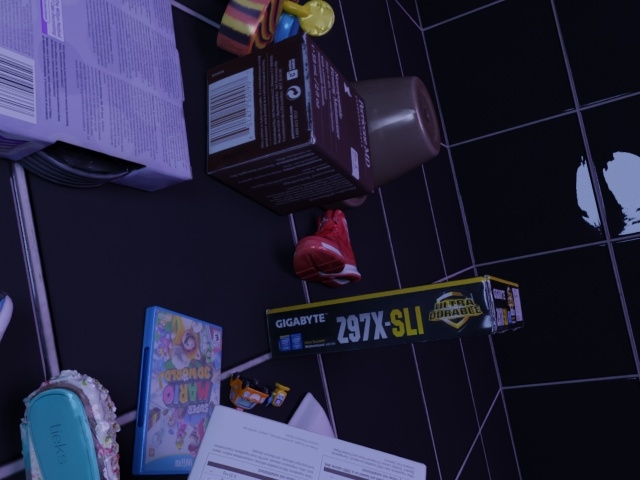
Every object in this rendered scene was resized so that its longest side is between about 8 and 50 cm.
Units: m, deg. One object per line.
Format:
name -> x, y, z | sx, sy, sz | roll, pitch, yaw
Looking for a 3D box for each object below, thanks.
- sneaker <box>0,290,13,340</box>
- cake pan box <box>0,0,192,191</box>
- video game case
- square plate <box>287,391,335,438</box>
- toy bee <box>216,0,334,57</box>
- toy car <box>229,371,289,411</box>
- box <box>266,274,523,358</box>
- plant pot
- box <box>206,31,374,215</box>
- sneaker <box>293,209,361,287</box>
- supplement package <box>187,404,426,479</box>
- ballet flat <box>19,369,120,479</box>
sneaker -> -0.254, 0.123, 0.373 | 0.083, 0.071, 0.191 | 59, 38, -46
cake pan box -> -0.237, -0.188, 0.549 | 0.245, 0.070, 0.267 | 7, 72, -62
video game case -> -0.150, 0.166, 0.617 | 0.119, 0.015, 0.166 | 35, 48, -56
square plate -> -0.004, 0.442, 0.752 | 0.344, 0.049, 0.348 | -46, 120, -61
toy bee -> -0.079, -0.388, 0.876 | 0.298, 0.195, 0.162 | -104, -150, -55
toy car -> -0.071, 0.204, 0.722 | 0.122, 0.060, 0.041 | 35, 79, -47
box -> 0.120, 0.118, 0.848 | 0.257, 0.321, 0.080 | 10, 71, -63
plant pot -> 0.093, -0.203, 1.061 | 0.263, 0.229, 0.263 | 39, 44, -51
box -> -0.041, -0.157, 0.824 | 0.203, 0.166, 0.169 | 27, 54, -59
sneaker -> 0.000, 0.000, 0.962 | 0.221, 0.086, 0.128 | 47, 28, -67
supplement package -> -0.044, 0.320, 0.462 | 0.263, 0.197, 0.199 | -75, -178, -45
ballet flat -> -0.183, 0.224, 0.450 | 0.077, 0.091, 0.241 | 84, 1, -82
